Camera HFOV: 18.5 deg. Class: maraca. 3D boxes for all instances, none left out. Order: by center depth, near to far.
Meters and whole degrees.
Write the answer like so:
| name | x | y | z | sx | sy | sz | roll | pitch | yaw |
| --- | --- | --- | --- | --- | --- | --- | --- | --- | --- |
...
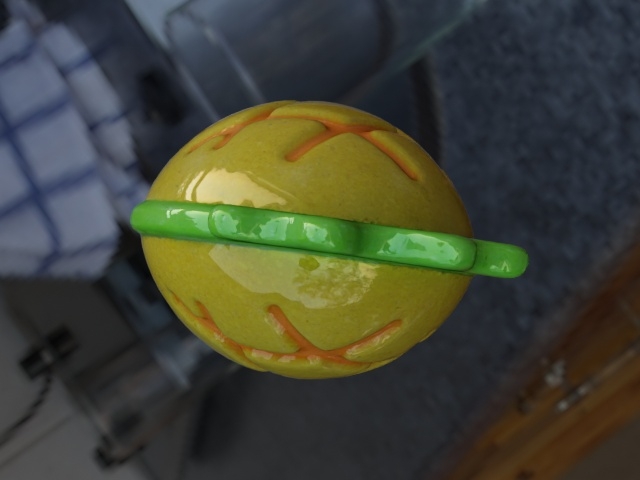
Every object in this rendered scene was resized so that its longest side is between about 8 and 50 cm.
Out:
| name | x | y | z | sx | sy | sz | roll | pitch | yaw |
| --- | --- | --- | --- | --- | --- | --- | --- | --- | --- |
| maraca | 0.000 | 0.000 | 0.686 | 0.185 | 0.127 | 0.099 | -177 | 91 | -76 |
